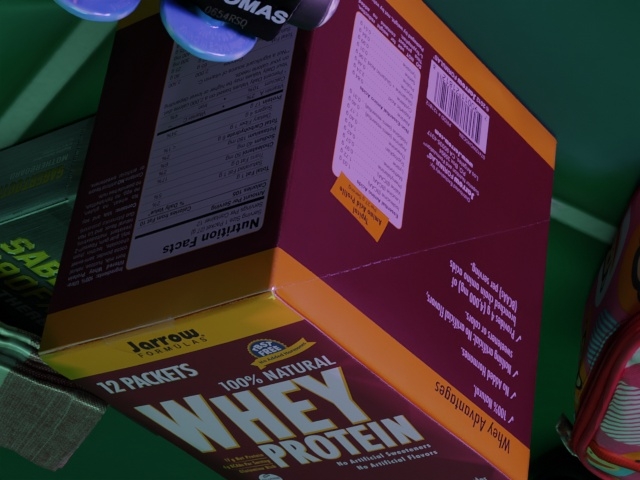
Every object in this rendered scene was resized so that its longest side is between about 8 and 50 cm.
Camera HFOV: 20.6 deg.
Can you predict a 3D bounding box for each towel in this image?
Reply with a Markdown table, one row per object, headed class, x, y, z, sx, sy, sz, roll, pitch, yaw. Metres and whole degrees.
| class | x | y | z | sx | sy | sz | roll | pitch | yaw |
| --- | --- | --- | --- | --- | --- | --- | --- | --- | --- |
| towel | -0.282 | 0.042 | 1.024 | 0.329 | 0.037 | 0.237 | 25 | 159 | -8 |

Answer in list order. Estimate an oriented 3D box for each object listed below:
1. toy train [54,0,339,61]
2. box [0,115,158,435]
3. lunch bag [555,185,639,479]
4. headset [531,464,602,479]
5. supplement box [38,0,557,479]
| class | x | y | z | sx | sy | sz | roll | pitch | yaw |
| --- | --- | --- | --- | --- | --- | --- | --- | --- | --- |
| toy train | -0.074 | -0.141 | 0.679 | 0.184 | 0.105 | 0.080 | 20 | 142 | -17 |
| box | -0.097 | 0.026 | 1.000 | 0.183 | 0.056 | 0.231 | -15 | 141 | 35 |
| lunch bag | 0.282 | 0.075 | 0.936 | 0.293 | 0.120 | 0.258 | 10 | 152 | 2 |
| headset | 0.196 | 0.222 | 1.206 | 0.394 | 0.185 | 0.243 | -24 | 142 | 19 |
| supplement box | 0.000 | 0.000 | 0.802 | 0.129 | 0.194 | 0.191 | -16 | 140 | 35 |
